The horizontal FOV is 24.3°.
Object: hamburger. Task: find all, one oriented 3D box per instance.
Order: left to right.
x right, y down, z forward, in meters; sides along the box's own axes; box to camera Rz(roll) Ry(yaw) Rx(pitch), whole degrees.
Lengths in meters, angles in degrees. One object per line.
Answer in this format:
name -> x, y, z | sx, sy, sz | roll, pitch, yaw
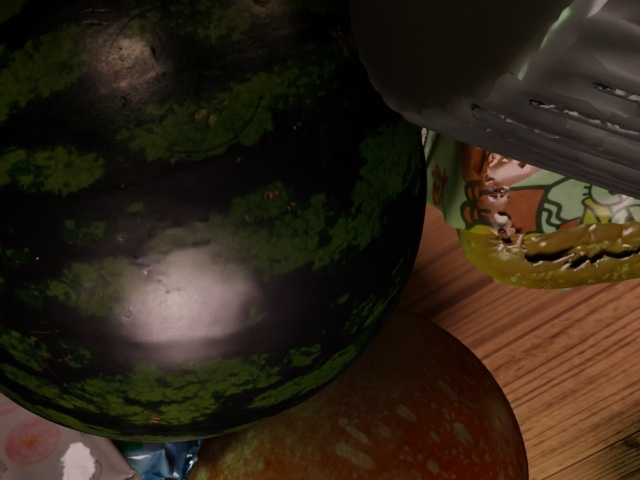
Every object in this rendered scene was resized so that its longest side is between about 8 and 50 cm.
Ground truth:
hamburger -> 0.162, -0.040, 0.878 | 0.214, 0.125, 0.235 | 7, 129, -11

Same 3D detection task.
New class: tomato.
tomato -> 0.004, 0.155, 1.020 | 0.270, 0.270, 0.222 | -14, 102, 2

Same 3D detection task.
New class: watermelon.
watermelon -> -0.079, -0.028, 0.714 | 0.269, 0.269, 0.269 | -9, 146, -6

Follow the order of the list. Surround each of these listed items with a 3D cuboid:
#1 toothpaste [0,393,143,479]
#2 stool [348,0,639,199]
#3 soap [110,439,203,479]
toothpaste -> -0.209, 0.042, 0.802 | 0.100, 0.066, 0.323 | -33, 116, -13
stool -> 0.210, -0.135, 0.622 | 0.330, 0.297, 0.297 | 11, 140, -25
soap -> -0.220, 0.088, 0.916 | 0.293, 0.156, 0.077 | 1, 142, -20
